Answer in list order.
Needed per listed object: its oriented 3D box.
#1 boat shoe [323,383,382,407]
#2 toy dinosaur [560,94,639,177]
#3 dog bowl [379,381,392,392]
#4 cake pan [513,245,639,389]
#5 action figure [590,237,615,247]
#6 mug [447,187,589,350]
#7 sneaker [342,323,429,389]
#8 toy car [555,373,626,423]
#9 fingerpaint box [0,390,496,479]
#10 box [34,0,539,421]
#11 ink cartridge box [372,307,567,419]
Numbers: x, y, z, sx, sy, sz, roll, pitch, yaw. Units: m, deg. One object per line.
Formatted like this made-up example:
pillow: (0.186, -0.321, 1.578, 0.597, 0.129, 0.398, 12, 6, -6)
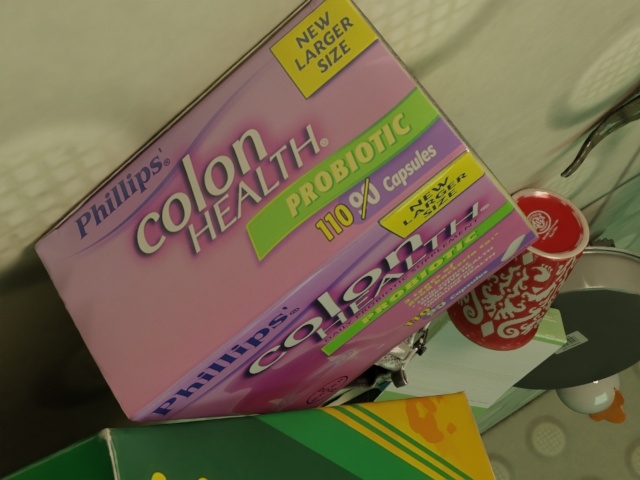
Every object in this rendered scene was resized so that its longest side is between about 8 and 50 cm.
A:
boat shoe: (0.003, 0.277, 1.204, 0.233, 0.079, 0.084, -24, 158, -24)
toy dinosaur: (0.353, -0.145, 0.842, 0.268, 0.064, 0.118, -41, 152, 23)
dog bowl: (0.047, 0.304, 1.333, 0.297, 0.074, 0.166, -27, 158, -18)
cake pan: (0.334, 0.118, 1.188, 0.293, 0.054, 0.293, -3, 141, -2)
action figure: (0.397, 0.088, 1.316, 0.164, 0.141, 0.275, -34, 135, 21)
mug: (0.213, 0.015, 0.952, 0.113, 0.150, 0.169, 8, 144, -6)
sneaker: (0.058, 0.081, 0.799, 0.281, 0.115, 0.105, -27, 158, -20)
toy car: (0.449, 0.241, 1.571, 0.219, 0.238, 0.210, -21, 155, -32)
fingerpaint box: (-0.136, 0.256, 0.640, 0.444, 0.163, 0.371, -29, 158, 32)
box: (0.000, 0.000, 0.533, 0.213, 0.117, 0.243, -39, 159, 11)
ink cartridge box: (0.180, 0.157, 1.132, 0.171, 0.056, 0.235, 13, 138, -21)
